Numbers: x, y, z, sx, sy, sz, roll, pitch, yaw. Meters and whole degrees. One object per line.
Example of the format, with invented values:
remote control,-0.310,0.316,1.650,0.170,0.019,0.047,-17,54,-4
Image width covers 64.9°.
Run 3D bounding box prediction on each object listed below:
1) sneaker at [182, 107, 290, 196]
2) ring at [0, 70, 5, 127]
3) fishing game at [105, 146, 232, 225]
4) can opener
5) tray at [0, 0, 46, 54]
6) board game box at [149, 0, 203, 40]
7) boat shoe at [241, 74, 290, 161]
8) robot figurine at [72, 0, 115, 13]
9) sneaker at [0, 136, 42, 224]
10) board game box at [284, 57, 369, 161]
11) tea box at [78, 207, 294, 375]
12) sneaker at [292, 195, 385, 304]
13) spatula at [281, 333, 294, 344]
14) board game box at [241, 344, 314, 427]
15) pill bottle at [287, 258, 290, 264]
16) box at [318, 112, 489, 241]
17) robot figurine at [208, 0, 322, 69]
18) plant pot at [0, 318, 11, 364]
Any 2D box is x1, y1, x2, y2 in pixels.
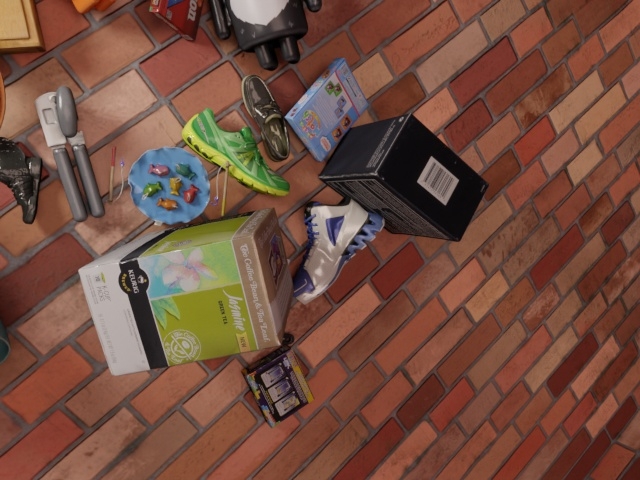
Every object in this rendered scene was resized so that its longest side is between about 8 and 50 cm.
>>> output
sneaker,-0.181,-0.205,1.206,0.295,0.109,0.123,35,85,-24
ring,-0.764,-0.284,0.914,0.337,0.032,0.336,-6,112,-15
fishing game,-0.341,-0.117,1.137,0.264,0.041,0.189,9,113,-15
can opener,-0.527,-0.176,1.062,0.074,0.093,0.280,-17,107,-24
tray,-0.672,-0.563,0.931,0.203,0.076,0.410,-11,103,-18
board game box,-0.292,-0.604,1.101,0.027,0.145,0.281,12,91,17
boat shoe,-0.124,-0.302,1.241,0.080,0.073,0.223,-26,106,-21
robot figurine,-0.493,-0.576,1.004,0.158,0.128,0.219,-23,105,-8
sneaker,-0.629,-0.122,1.039,0.089,0.051,0.170,7,88,-26
board game box,0.022,-0.334,1.296,0.211,0.039,0.160,-52,136,-12
tea box,-0.239,0.085,1.036,0.324,0.329,0.220,-12,101,5
sneaker,0.001,-0.001,1.320,0.182,0.127,0.315,44,83,-9
spatula,-0.205,0.250,1.291,0.297,0.030,0.084,5,91,-25
board game box,-0.112,0.386,1.342,0.141,0.048,0.170,-28,107,-22
pill bottle,-0.143,0.121,1.265,0.103,0.103,0.184,24,86,-26
box,0.204,-0.154,1.290,0.296,0.294,0.182,35,79,-25
robot figurine,-0.128,-0.540,1.155,0.209,0.174,0.278,-23,106,-29
plant pot,-0.747,0.146,0.916,0.290,0.290,0.195,-15,65,-23
